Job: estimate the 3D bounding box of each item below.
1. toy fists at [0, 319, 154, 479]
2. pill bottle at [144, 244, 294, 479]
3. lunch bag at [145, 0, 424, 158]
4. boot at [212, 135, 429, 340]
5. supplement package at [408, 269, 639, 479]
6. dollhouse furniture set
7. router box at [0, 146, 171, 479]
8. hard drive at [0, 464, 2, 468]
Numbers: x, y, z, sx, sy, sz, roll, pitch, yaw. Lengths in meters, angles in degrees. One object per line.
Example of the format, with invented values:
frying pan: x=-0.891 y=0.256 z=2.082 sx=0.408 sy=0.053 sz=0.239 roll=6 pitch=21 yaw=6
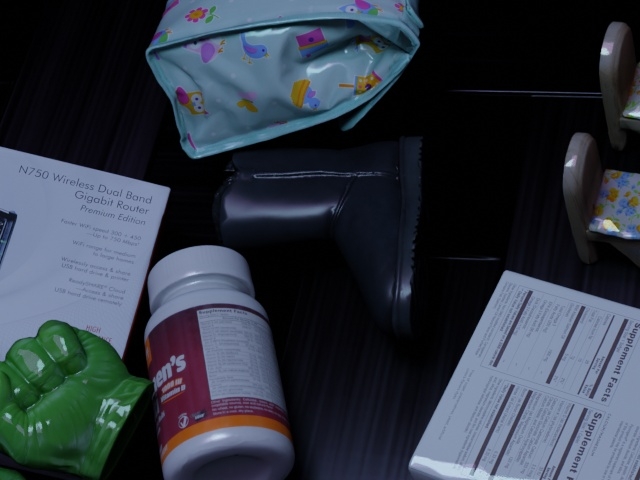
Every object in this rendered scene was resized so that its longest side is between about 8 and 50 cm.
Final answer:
toy fists: x=-0.267 y=0.201 z=1.438 sx=0.142 sy=0.096 sz=0.279 roll=25 pitch=75 yaw=7
pill bottle: x=-0.099 y=0.122 z=1.531 sx=0.121 sy=0.121 sz=0.221 roll=-17 pitch=55 yaw=6
lunch bag: x=-0.022 y=-0.212 z=1.670 sx=0.262 sy=0.160 sz=0.223 roll=-14 pitch=30 yaw=11
boot: x=0.000 y=0.000 z=1.596 sx=0.207 sy=0.094 sz=0.246 roll=-5 pitch=50 yaw=10
supplement package: x=0.245 y=0.185 z=1.337 sx=0.262 sy=0.199 sz=0.198 roll=17 pitch=63 yaw=26
dollhouse furniture set: x=0.437 y=-0.176 z=1.482 sx=0.362 sy=0.256 sz=0.394 roll=8 pitch=60 yaw=22
router box: x=-0.343 y=0.052 z=1.601 sx=0.335 sy=0.082 sz=0.301 roll=13 pitch=59 yaw=-2
hard drive: x=-0.401 y=0.350 z=1.457 sx=0.318 sy=0.040 sz=0.210 roll=-22 pitch=75 yaw=-8
